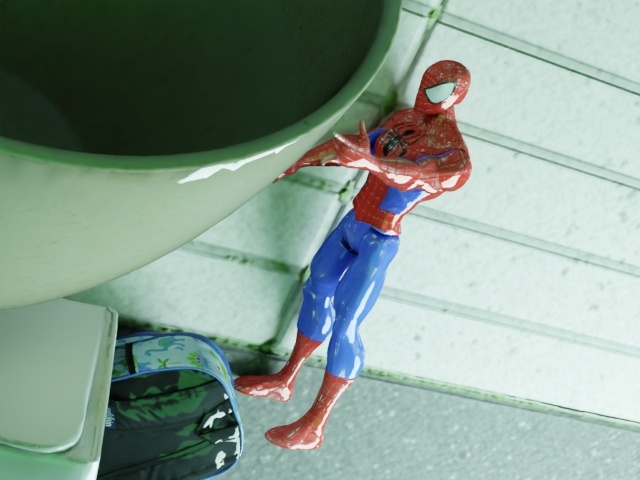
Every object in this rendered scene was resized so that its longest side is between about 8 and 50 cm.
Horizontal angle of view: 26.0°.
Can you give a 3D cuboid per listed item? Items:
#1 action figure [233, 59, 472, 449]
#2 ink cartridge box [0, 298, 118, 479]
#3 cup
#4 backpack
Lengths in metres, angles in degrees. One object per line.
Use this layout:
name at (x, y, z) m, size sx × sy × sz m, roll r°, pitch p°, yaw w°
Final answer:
action figure at (0.000, 0.000, 0.891) m, size 0.139 × 0.091 × 0.280 m, roll 13°, pitch 114°, yaw -38°
ink cartridge box at (-0.297, 0.210, 0.813) m, size 0.286 × 0.166 × 0.394 m, roll 12°, pitch 116°, yaw -10°
cup at (-0.159, -0.096, 0.660) m, size 0.331 × 0.331 × 0.237 m, roll 6°, pitch 143°, yaw -25°
backpack at (-0.112, 0.110, 0.915) m, size 0.114 × 0.084 × 0.105 m, roll -13°, pitch 118°, yaw -1°
